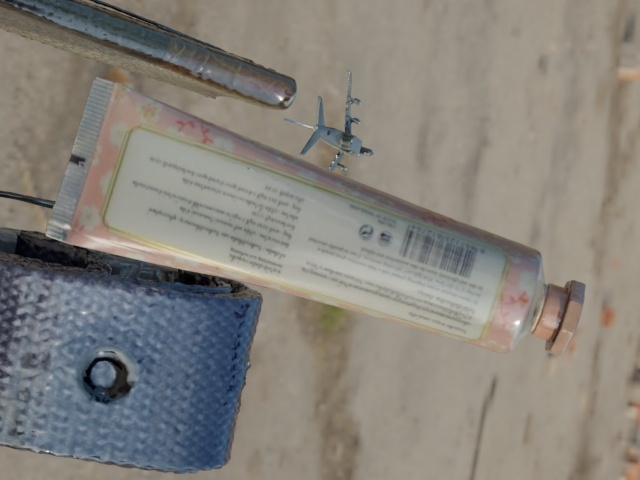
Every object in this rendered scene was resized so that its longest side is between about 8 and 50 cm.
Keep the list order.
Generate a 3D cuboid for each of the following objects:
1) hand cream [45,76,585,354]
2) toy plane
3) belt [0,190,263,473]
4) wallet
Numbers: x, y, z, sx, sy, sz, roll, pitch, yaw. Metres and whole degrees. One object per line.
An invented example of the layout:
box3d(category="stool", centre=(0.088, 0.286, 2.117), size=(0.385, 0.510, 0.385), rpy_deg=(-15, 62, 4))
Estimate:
box3d(category="hand cream", centre=(0.000, 0.000, 0.636), size=(0.043, 0.209, 0.067), rpy_deg=(-72, -179, -83))
box3d(category="toy plane", centre=(0.010, -0.058, 0.928), size=(0.084, 0.024, 0.078), rpy_deg=(19, 87, -58))
box3d(category="belt", centre=(-0.149, 0.040, 0.844), size=(0.139, 0.230, 0.126), rpy_deg=(-87, -172, -85))
box3d(category="wallet", centre=(-0.147, -0.143, 1.115), size=(0.243, 0.133, 0.039), rpy_deg=(16, 90, -28))
